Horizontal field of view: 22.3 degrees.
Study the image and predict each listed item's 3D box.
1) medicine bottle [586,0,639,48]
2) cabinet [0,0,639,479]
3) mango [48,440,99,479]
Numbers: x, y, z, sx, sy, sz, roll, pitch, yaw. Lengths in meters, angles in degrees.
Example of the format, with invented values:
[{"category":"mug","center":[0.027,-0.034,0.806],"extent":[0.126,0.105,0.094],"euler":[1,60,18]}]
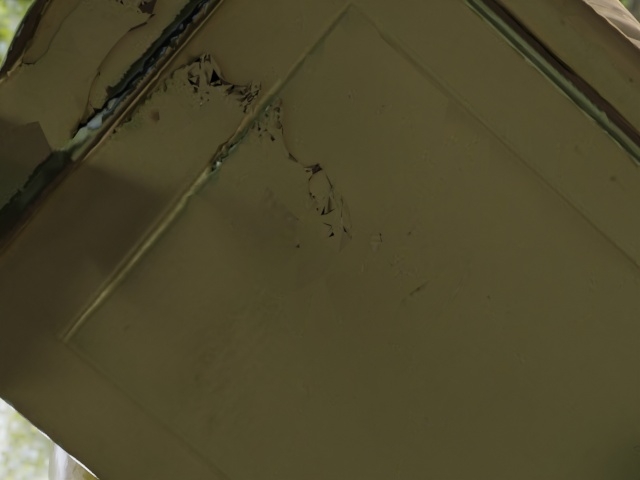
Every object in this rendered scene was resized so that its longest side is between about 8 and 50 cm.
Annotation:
[{"category":"medicine bottle","center":[0.090,-0.089,0.945],"extent":[0.332,0.190,0.190],"euler":[-117,28,-49]},{"category":"cabinet","center":[0.000,0.000,0.606],"extent":[0.227,0.318,0.290],"euler":[-50,10,-6]},{"category":"mango","center":[-0.064,0.151,0.888],"extent":[0.317,0.173,0.211],"euler":[-103,5,-71]}]
